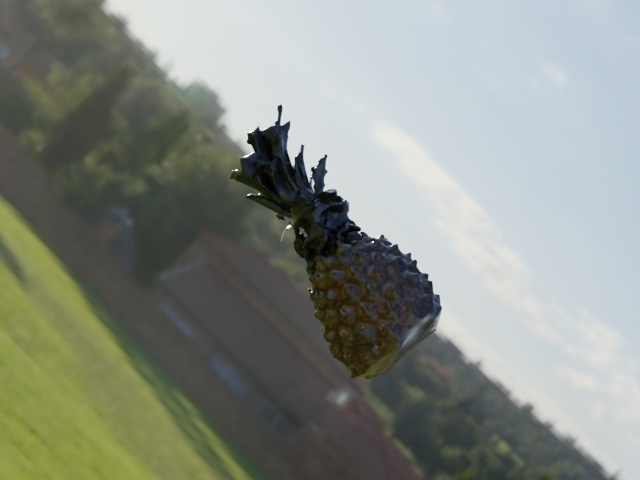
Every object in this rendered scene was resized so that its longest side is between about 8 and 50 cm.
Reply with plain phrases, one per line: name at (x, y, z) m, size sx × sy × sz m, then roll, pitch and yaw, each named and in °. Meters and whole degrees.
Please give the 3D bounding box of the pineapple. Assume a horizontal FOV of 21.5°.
pineapple at (0.000, 0.000, 0.741) m, size 0.124 × 0.058 × 0.058 m, roll 51°, pitch 0°, yaw 13°
